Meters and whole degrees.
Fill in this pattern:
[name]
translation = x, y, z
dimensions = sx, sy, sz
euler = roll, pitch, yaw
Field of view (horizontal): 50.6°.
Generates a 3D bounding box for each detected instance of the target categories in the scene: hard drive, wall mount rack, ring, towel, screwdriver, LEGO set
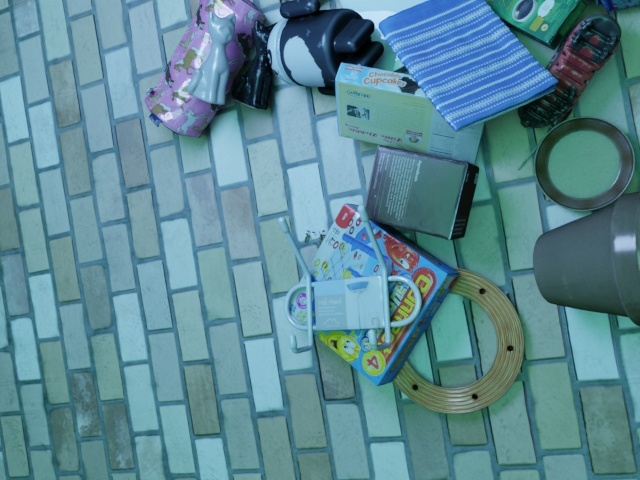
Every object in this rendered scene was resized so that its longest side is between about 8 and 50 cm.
[hard drive]
translation = 0.164, -0.575, 1.570
dimensions = 0.233, 0.047, 0.353
euler = -24, 83, 21
[wall mount rack]
translation = 0.036, 0.091, 1.491
dimensions = 0.349, 0.130, 0.304
euler = -7, 83, 29
[ring]
translation = 0.295, 0.229, 1.557
dimensions = 0.336, 0.032, 0.337
euler = 1, 92, 21
[towel]
translation = 0.296, -0.388, 1.399
dimensions = 0.243, 0.040, 0.336
euler = -24, 61, -9
[screwdriver]
translation = 0.487, -0.219, 1.470
dimensions = 0.025, 0.024, 0.170
euler = 27, 111, -10
[LEGO set]
translation = 0.000, -0.003, 1.675
dimensions = 0.083, 0.023, 0.054
euler = 36, 103, 31

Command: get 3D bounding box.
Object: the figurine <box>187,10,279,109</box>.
[figurine]
translation = -0.199, -0.432, 1.616
dimensions = 0.092, 0.214, 0.210
euler = 34, 116, 40

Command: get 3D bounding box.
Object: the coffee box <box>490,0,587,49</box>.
[coffee box]
translation = 0.453, -0.490, 1.424
dimensions = 0.113, 0.040, 0.184
euler = -56, 50, 14

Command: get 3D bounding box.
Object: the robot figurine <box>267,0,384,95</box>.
[robot figurine]
translation = 0.003, -0.436, 1.548
dimensions = 0.278, 0.173, 0.209
euler = 12, 106, 40

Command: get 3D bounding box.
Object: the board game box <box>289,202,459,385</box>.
[board game box]
translation = 0.111, 0.121, 1.571
dimensions = 0.302, 0.086, 0.308
euler = 36, 104, 27

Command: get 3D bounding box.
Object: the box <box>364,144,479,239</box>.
[box]
translation = 0.224, -0.106, 1.497
dimensions = 0.203, 0.168, 0.167
euler = 15, 97, 21

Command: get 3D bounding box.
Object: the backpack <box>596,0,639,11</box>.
[backpack]
translation = 0.573, -0.529, 1.347
dimensions = 0.173, 0.158, 0.117
euler = 1, 86, 25

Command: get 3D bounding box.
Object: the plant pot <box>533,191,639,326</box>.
[plant pot]
translation = 0.559, 0.048, 1.346
dimensions = 0.229, 0.263, 0.263
euler = -11, 88, 39

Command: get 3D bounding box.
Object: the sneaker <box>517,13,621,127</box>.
[sneaker]
translation = 0.518, -0.353, 1.410
dimensions = 0.097, 0.135, 0.276
euler = 36, 128, 5

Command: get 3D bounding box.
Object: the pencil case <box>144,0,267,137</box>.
[pencil case]
translation = -0.292, -0.450, 1.700
dimensions = 0.160, 0.167, 0.386
euler = 45, 108, 39

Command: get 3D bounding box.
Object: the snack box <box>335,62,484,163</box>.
[snack box]
translation = 0.194, -0.274, 1.470
dimensions = 0.321, 0.187, 0.060
euler = 14, 61, 11

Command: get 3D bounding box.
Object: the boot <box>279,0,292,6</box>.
[boot]
translation = -0.044, -0.658, 1.602
dimensions = 0.236, 0.085, 0.179
euler = -35, 75, 45

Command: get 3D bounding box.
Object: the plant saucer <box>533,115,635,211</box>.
[plant saucer]
translation = 0.556, -0.161, 1.433
dimensions = 0.198, 0.036, 0.199
euler = 1, 92, 21
